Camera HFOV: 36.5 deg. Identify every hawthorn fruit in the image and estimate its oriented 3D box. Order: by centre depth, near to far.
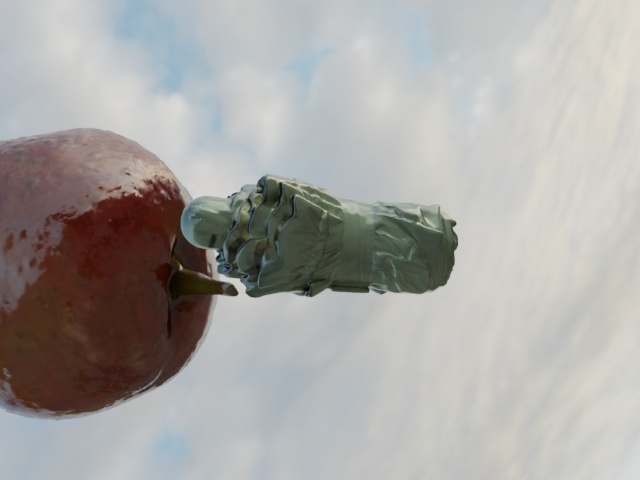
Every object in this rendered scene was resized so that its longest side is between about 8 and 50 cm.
[{"bbox_3d":[-0.214,0.036,0.936,0.287,0.330,0.287,-5,-84,-59],"label":"hawthorn fruit"}]

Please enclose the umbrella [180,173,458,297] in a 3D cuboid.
[{"bbox_3d":[0.000,0.000,0.496,0.143,0.062,0.067,10,-38,-15],"label":"umbrella"}]
